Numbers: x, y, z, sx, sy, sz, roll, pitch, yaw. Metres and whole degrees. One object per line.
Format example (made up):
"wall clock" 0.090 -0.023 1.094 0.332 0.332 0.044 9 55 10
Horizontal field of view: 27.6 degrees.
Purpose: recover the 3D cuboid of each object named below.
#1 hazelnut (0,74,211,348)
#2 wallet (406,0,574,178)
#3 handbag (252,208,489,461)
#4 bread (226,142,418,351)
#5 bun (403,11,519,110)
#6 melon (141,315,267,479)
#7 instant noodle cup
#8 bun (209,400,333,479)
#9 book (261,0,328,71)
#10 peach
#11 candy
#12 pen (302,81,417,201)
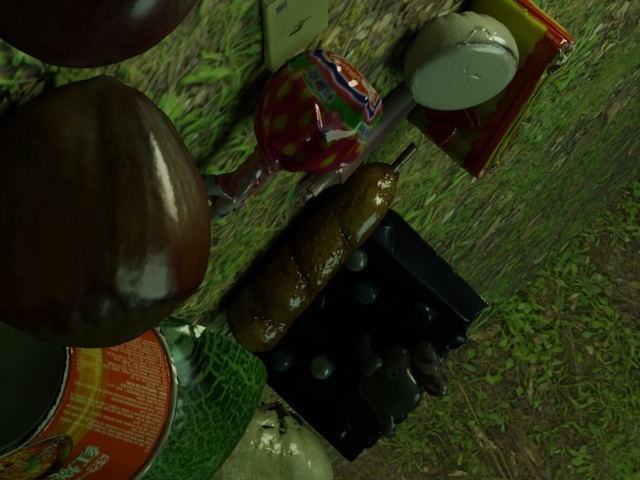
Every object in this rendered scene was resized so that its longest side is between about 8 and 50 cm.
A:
"hazelnut" -0.174 -0.016 1.027 0.210 0.186 0.210 -28 157 -13
"wallet" 0.205 -0.196 1.617 0.067 0.141 0.241 -24 152 -41
"handbag" 0.070 0.148 1.850 0.118 0.269 0.325 -25 154 -53
"bread" 0.002 0.001 1.676 0.344 0.084 0.124 -49 -175 8
"bun" 0.160 -0.223 1.533 0.138 0.094 0.138 -8 149 -5
"melon" -0.205 0.193 1.402 0.331 0.226 0.343 -22 174 -19
"instant noodle cup" -0.255 0.127 1.155 0.213 0.213 0.174 -47 155 0
"bun" -0.107 0.303 1.894 0.259 0.259 0.152 5 91 -69
"book" -0.024 -0.214 1.231 0.077 0.014 0.111 -40 162 -17
"peach" -0.154 -0.175 0.801 0.152 0.152 0.152 -42 163 -16
"candy" -0.090 -0.045 1.327 0.365 0.124 0.124 -43 165 16
"pen" 0.046 -0.117 1.600 0.197 0.032 0.053 -45 164 -13
